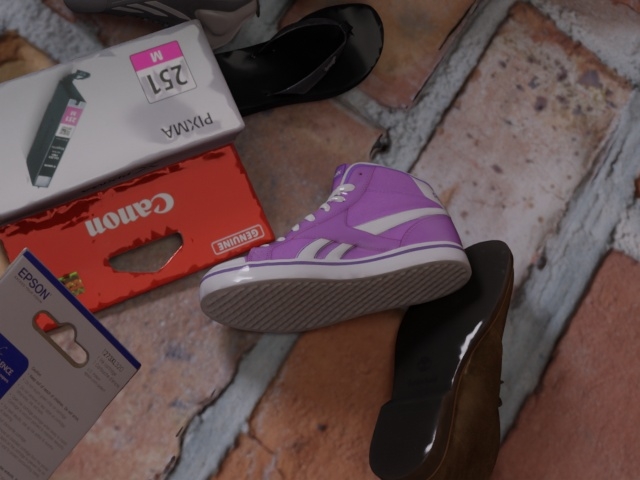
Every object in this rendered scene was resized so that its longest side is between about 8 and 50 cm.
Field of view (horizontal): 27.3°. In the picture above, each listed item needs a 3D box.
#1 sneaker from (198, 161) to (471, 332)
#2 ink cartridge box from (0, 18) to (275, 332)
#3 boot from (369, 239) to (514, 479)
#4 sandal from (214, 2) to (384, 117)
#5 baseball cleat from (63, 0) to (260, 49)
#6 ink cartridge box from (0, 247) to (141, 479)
[{"bbox_3d":[0.000,0.001,1.372,0.282,0.102,0.161,-7,57,-17],"label":"sneaker"},{"bbox_3d":[-0.203,-0.067,1.322,0.275,0.060,0.238,-22,84,-20],"label":"ink cartridge box"},{"bbox_3d":[0.145,0.140,1.370,0.115,0.112,0.305,44,55,-32],"label":"boot"},{"bbox_3d":[-0.031,-0.193,1.442,0.254,0.054,0.097,-26,80,-24],"label":"sandal"},{"bbox_3d":[-0.168,-0.244,1.410,0.206,0.109,0.072,-7,32,7],"label":"baseball cleat"},{"bbox_3d":[-0.333,0.191,1.128,0.371,0.069,0.175,-49,128,-16],"label":"ink cartridge box"}]
